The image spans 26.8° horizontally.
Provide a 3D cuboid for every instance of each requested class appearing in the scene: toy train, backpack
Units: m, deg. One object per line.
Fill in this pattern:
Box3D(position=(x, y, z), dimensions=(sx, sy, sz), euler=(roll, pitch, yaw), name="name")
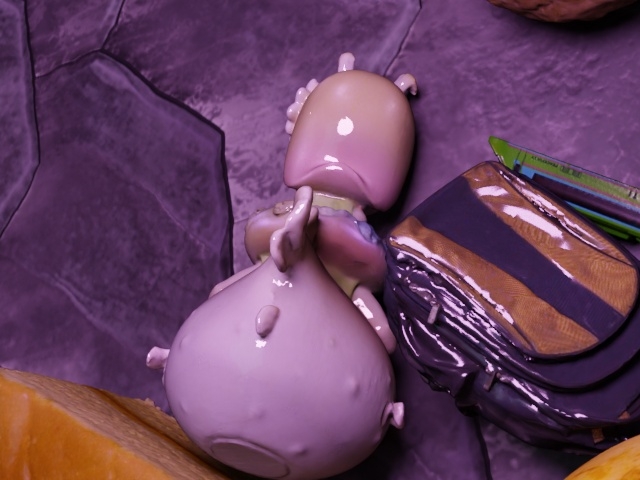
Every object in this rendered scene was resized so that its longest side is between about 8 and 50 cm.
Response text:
Box3D(position=(0.222, -0.035, 1.119), dimensions=(0.209, 0.044, 0.042), euler=(24, 93, 36), name="toy train")
Box3D(position=(0.178, 0.070, 1.052), dimensions=(0.258, 0.133, 0.206), euler=(36, 60, 26), name="backpack")

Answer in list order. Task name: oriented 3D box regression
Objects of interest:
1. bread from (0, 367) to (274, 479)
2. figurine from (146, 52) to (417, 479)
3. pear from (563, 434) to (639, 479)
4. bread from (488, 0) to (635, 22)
Box3D(position=(-0.078, 0.219, 1.146), dimensions=(0.362, 0.233, 0.244), euler=(-12, 70, 27), name="bread")
Box3D(position=(0.000, 0.000, 1.151), dimensions=(0.227, 0.274, 0.394), euler=(16, 66, 8), name="figurine")
Box3D(position=(0.257, 0.256, 0.891), dimensions=(0.281, 0.281, 0.280), euler=(-9, 73, 32), name="pear")
Box3D(position=(0.218, -0.288, 1.141), dimensions=(0.230, 0.123, 0.230), euler=(-5, 79, 29), name="bread")
